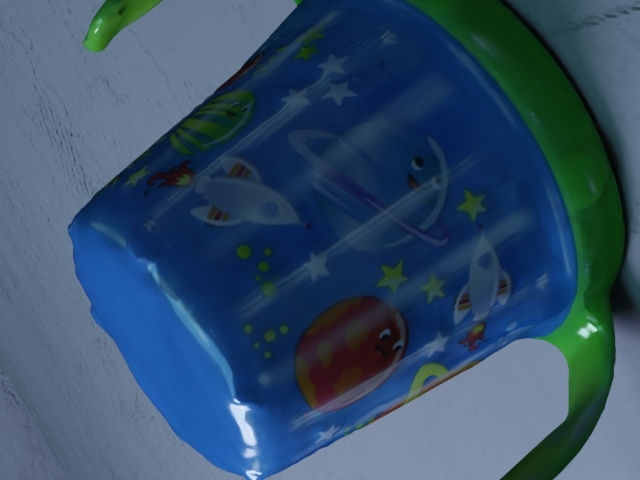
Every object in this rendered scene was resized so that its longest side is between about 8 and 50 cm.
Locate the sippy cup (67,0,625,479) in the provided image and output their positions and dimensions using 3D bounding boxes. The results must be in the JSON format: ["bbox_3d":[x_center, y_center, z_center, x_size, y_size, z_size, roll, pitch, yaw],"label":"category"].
[{"bbox_3d":[0.000,0.000,0.813,0.305,0.224,0.240,38,152,38],"label":"sippy cup"}]
